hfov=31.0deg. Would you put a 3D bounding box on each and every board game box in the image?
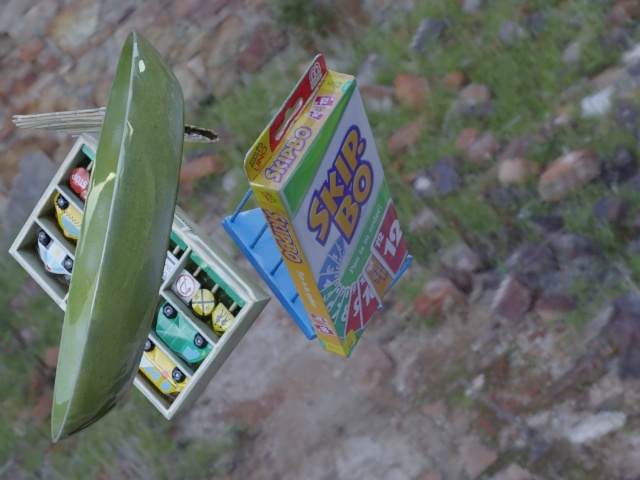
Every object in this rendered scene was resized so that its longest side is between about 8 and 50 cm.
[{"bbox_3d":[0.011,-0.022,0.959,0.039,0.259,0.124,15,59,30],"label":"board game box"}]

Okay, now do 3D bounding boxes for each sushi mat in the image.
[{"bbox_3d":[-0.267,-0.141,1.465,0.316,0.151,0.019,5,86,55],"label":"sushi mat"}]

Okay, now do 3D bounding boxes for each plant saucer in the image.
[{"bbox_3d":[-0.116,-0.001,0.671,0.241,0.037,0.241,-170,90,-75],"label":"plant saucer"}]

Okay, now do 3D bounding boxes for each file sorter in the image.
[{"bbox_3d":[0.000,0.000,1.269,0.118,0.170,0.104,-19,-26,-45],"label":"file sorter"}]

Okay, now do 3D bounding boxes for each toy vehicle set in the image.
[{"bbox_3d":[-0.192,0.034,1.197,0.166,0.267,0.035,-54,-19,20],"label":"toy vehicle set"}]
